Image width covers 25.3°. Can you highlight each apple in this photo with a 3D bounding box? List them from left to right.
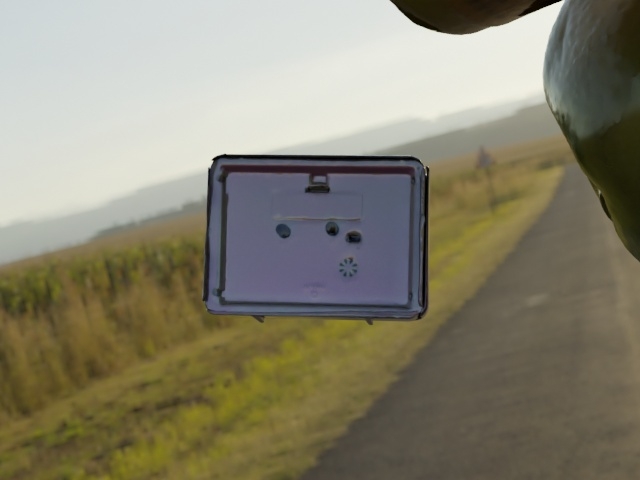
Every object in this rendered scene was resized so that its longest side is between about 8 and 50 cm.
[{"bbox_3d":[0.295,-0.103,0.979,0.254,0.292,0.292,-30,-2,9],"label":"apple"}]

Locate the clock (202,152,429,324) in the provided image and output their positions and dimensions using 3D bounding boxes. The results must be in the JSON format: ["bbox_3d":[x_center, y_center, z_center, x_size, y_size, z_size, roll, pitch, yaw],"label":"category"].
[{"bbox_3d":[0.000,0.001,1.247,0.193,0.144,0.073,1,-6,7],"label":"clock"}]

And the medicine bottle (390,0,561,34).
[{"bbox_3d":[0.193,-0.274,0.749,0.384,0.224,0.224,-20,-2,31],"label":"medicine bottle"}]
